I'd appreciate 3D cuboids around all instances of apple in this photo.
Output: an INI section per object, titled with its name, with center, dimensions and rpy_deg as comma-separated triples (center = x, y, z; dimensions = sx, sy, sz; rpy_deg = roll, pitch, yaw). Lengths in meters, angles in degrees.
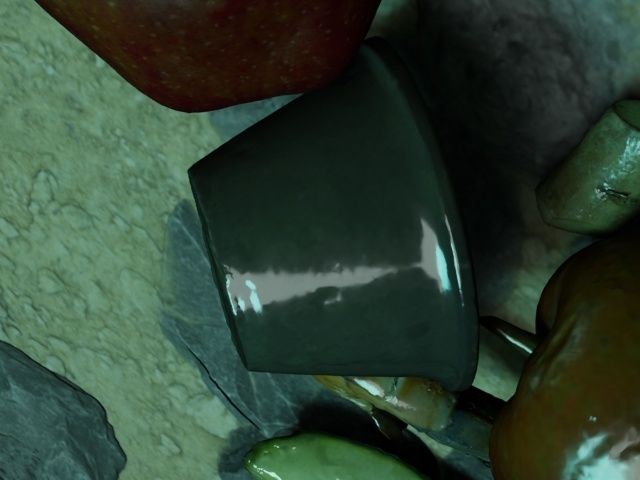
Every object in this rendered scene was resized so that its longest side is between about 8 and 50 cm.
[apple]
center = -0.076, -0.242, 0.827
dimensions = 0.288, 0.288, 0.316
rpy_deg = 19, 149, 23

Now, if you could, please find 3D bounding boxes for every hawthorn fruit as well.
[hawthorn fruit]
center = 0.241, 0.119, 0.914
dimensions = 0.301, 0.267, 0.267
rpy_deg = 35, 137, 5

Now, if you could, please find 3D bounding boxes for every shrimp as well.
[shrimp]
center = 0.109, 0.156, 1.126
dimensions = 0.290, 0.054, 0.222
rpy_deg = 22, 167, 4

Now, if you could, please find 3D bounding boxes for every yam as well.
[yam]
center = 0.206, -0.045, 0.936
dimensions = 0.070, 0.069, 0.146
rpy_deg = 39, 136, 3

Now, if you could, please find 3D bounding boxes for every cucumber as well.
[cucumber]
center = 0.080, 0.278, 1.267
dimensions = 0.325, 0.105, 0.145
rpy_deg = 32, 163, 10

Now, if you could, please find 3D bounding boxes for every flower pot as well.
[flower pot]
center = 0.000, 0.000, 0.953
dimensions = 0.269, 0.166, 0.268
rpy_deg = 165, 90, -80
